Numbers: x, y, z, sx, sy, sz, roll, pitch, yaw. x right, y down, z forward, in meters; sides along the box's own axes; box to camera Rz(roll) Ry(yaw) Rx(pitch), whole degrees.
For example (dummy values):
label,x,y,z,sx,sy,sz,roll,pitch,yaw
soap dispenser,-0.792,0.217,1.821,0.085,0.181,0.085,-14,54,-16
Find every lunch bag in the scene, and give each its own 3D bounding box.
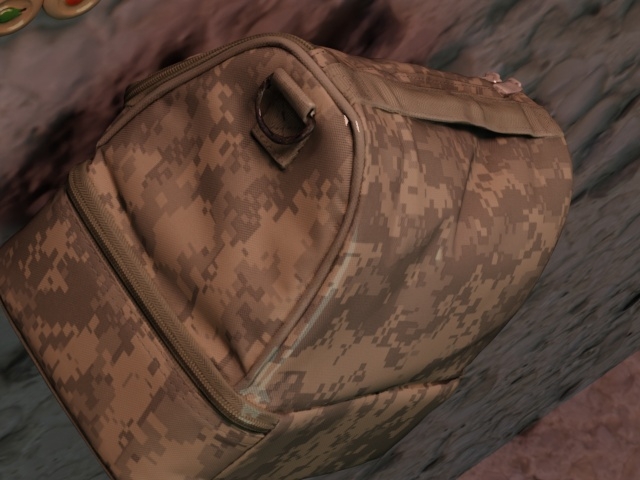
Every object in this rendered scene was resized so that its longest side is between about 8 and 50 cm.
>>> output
label,x,y,z,sx,sy,sz,roll,pitch,yaw
lunch bag,0.000,0.000,0.872,0.256,0.213,0.305,-44,157,24

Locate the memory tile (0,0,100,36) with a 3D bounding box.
label,x,y,z,sx,sy,sz,roll,pitch,yaw
memory tile,-0.136,-0.143,0.650,0.113,0.012,0.148,-21,155,-30
